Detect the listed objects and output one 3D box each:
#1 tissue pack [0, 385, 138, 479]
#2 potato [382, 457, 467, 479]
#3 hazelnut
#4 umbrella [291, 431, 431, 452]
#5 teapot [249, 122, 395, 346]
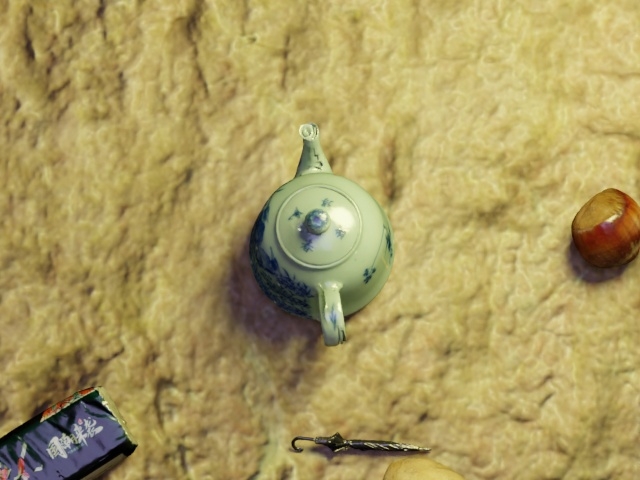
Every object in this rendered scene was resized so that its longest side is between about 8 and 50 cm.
[{"bbox_3d":[-0.281,0.225,1.883,0.170,0.103,0.090,-33,84,-6],"label":"tissue pack"},{"bbox_3d":[0.115,0.292,1.853,0.112,0.112,0.147,-13,84,-1],"label":"potato"},{"bbox_3d":[0.310,-0.011,1.938,0.086,0.086,0.086,0,76,2],"label":"hazelnut"},{"bbox_3d":[0.043,0.214,1.917,0.149,0.022,0.022,-1,118,2],"label":"umbrella"},{"bbox_3d":[0.000,0.000,1.907,0.159,0.159,0.232,-7,76,0],"label":"teapot"}]
